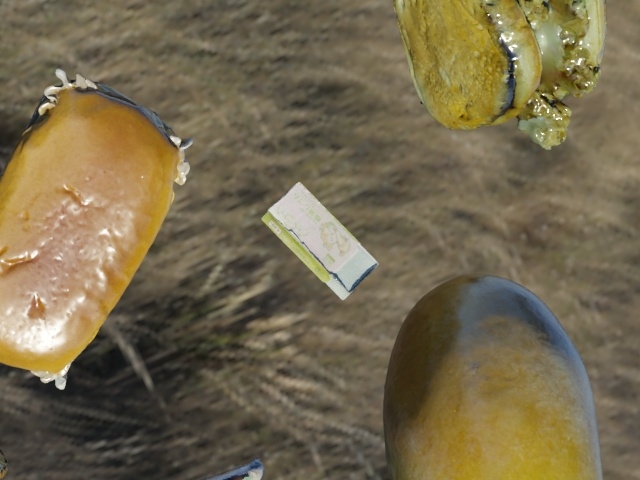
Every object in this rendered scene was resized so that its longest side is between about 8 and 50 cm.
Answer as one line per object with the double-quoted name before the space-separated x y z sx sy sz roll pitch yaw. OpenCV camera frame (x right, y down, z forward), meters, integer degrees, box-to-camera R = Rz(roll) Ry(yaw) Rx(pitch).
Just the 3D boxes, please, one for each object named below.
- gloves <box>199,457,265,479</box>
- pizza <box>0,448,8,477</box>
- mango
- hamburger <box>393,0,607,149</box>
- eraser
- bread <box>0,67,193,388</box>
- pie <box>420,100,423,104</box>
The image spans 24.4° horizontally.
"gloves" -0.084 0.323 1.666 0.212 0.111 0.127 2 21 -45
"pizza" -0.385 0.216 1.599 0.108 0.026 0.123 43 -4 -20
"mango" 0.162 0.201 1.338 0.221 0.198 0.384 91 -12 -58
"hamburger" 0.146 -0.156 1.099 0.131 0.159 0.185 -21 97 -23
"eraser" 0.000 0.000 1.052 0.083 0.019 0.038 46 58 0
"bread" -0.212 -0.010 1.228 0.136 0.241 0.107 28 5 -13
"pie" 0.150 -0.217 1.592 0.034 0.092 0.170 -37 132 -74
